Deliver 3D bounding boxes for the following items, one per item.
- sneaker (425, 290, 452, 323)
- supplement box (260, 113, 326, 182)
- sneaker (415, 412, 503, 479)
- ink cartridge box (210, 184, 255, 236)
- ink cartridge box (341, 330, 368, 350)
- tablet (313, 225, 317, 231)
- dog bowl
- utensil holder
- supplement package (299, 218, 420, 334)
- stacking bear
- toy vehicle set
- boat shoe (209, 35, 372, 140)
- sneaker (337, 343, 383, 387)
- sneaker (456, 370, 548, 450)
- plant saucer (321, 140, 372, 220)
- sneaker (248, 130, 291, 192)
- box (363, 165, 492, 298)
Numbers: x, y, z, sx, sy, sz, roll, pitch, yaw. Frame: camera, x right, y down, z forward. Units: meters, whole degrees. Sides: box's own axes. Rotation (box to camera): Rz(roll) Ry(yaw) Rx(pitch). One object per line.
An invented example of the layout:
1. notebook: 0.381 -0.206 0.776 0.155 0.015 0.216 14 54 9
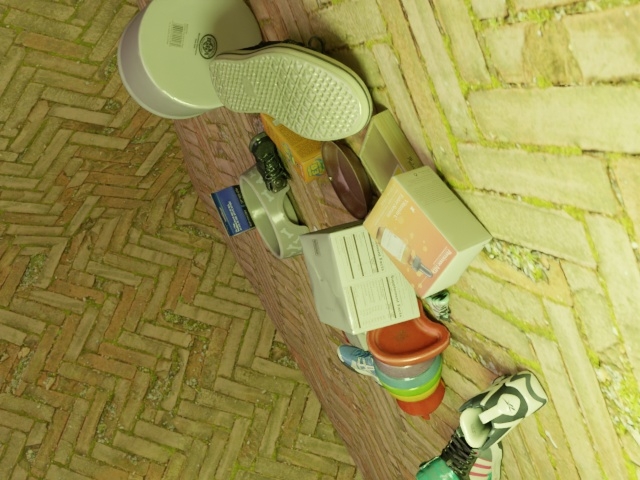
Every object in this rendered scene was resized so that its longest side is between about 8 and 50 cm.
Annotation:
1. sneaker: 0.248 0.138 1.475 0.069 0.038 0.098 63 176 -3
2. supplement box: -0.062 -0.248 1.819 0.233 0.080 0.078 50 164 37
3. sneaker: 0.297 0.490 1.630 0.124 0.179 0.295 49 160 46
4. ink cartridge box: -0.274 -0.113 2.581 0.165 0.065 0.333 67 -165 -3
5. ink cartridge box: 0.105 0.234 2.098 0.127 0.072 0.175 65 166 -7
6. tablet: 0.000 0.000 2.199 0.083 0.006 0.054 58 165 20
7. dog bowl: -0.154 -0.094 2.399 0.348 0.102 0.348 58 166 23
8. utensil holder: -0.345 -0.487 1.925 0.327 0.328 0.385 67 163 -16
9. supplement package: 0.073 0.066 1.522 0.262 0.145 0.203 179 78 -75
10. stacking bear: 0.210 0.294 1.671 0.175 0.164 0.289 50 165 46
11. toy vehicle set: 0.161 -0.091 1.362 0.266 0.035 0.166 60 166 12
12. boat shoe: -0.049 -0.323 1.489 0.500 0.156 0.186 24 135 52
13. sneaker: 0.142 0.341 2.094 0.211 0.080 0.081 22 134 24
14. sneaker: 0.304 0.318 1.342 0.094 0.153 0.235 63 166 10
15. plant saucer: 0.064 -0.140 1.636 0.198 0.036 0.198 58 165 25
16. sneaker: -0.143 -0.225 2.152 0.130 0.087 0.227 56 168 21
17. box: 0.174 -0.015 1.222 0.170 0.091 0.130 52 139 23
